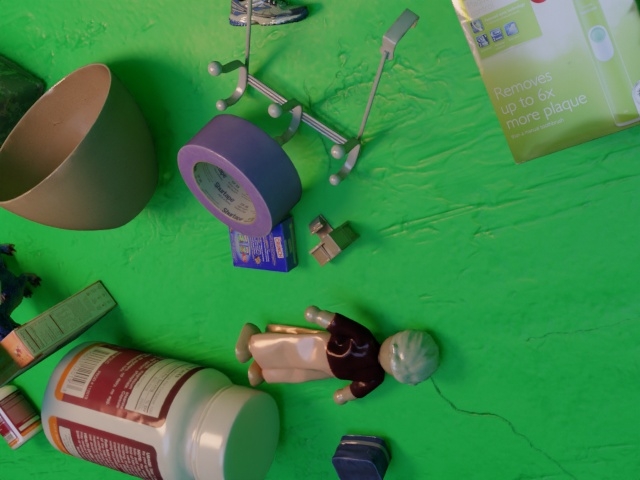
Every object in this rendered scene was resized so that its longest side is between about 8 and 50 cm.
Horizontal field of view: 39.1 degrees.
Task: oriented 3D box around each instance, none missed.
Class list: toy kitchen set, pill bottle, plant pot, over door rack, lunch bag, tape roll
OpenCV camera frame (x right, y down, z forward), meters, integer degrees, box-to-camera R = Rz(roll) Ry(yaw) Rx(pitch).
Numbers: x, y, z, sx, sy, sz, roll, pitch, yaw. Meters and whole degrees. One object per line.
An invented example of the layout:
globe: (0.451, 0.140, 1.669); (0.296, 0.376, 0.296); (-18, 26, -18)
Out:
toy kitchen set: (0.000, 0.000, 1.426); (0.083, 0.075, 0.068); (-40, 87, 31)
pill bottle: (-0.677, 0.372, 1.965); (0.086, 0.086, 0.152); (-37, 90, 35)
plant pot: (-0.383, -0.124, 1.503); (0.284, 0.284, 0.191); (-17, 136, 34)
pill bottle: (-0.287, 0.324, 1.639); (0.392, 0.224, 0.224); (10, 115, 27)
over door rack: (-0.031, -0.236, 1.265); (0.239, 0.108, 0.324); (34, 145, 9)
lunch bag: (0.070, 0.375, 1.556); (0.098, 0.065, 0.067); (-1, 125, 29)
tape roll: (-0.126, -0.099, 1.405); (0.189, 0.080, 0.189); (32, 151, 20)
lunch bag: (-0.689, -0.256, 1.610); (0.287, 0.235, 0.169); (32, 126, 14)

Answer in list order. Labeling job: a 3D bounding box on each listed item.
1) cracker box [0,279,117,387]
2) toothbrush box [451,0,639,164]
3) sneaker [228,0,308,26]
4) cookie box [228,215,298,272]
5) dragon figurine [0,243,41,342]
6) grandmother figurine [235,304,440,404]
cracker box: (-0.512, 0.177, 1.698); (0.156, 0.232, 0.067); (-36, 90, 36)
toothbrush box: (0.299, -0.266, 1.116); (0.206, 0.122, 0.283); (-17, 100, 33)
sneaker: (-0.081, -0.349, 1.339); (0.135, 0.052, 0.058); (6, 109, 27)
cookie box: (-0.096, 0.002, 1.503); (0.107, 0.040, 0.092); (6, 114, 28)
dragon figurine: (-0.661, 0.078, 1.794); (0.085, 0.144, 0.289); (-39, 89, 35)
grandmother figurine: (0.030, 0.185, 1.483); (0.342, 0.104, 0.208); (-2, 137, 27)
